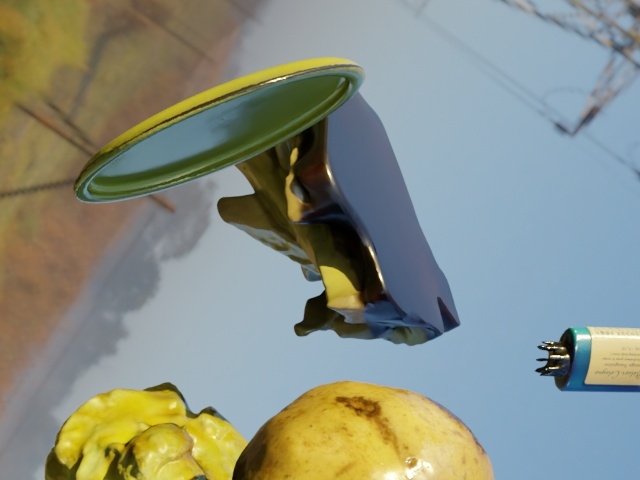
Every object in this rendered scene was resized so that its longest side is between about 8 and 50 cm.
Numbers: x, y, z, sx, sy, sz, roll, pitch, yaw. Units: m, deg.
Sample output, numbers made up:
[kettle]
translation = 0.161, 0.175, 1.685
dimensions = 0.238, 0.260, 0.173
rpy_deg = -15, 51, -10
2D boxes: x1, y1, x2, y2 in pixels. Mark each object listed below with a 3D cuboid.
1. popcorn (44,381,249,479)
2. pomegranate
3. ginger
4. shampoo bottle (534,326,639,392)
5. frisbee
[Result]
[popcorn]
translation = -0.189, 0.301, 1.723
dimensions = 0.276, 0.277, 0.225
rpy_deg = -96, -167, -77
[pomegranate]
translation = 0.044, 0.278, 1.489
dimensions = 0.281, 0.281, 0.281
rpy_deg = -53, -171, 12
[ginger]
translation = 0.000, 0.000, 1.783
dimensions = 0.211, 0.358, 0.413
rpy_deg = -24, -175, 16
[shampoo bottle]
translation = 0.360, 0.151, 1.861
dimensions = 0.050, 0.183, 0.087
rpy_deg = -123, -141, -62
[frisbee]
translation = -0.076, -0.082, 1.102
dimensions = 0.236, 0.017, 0.236
rpy_deg = -22, 174, -3
